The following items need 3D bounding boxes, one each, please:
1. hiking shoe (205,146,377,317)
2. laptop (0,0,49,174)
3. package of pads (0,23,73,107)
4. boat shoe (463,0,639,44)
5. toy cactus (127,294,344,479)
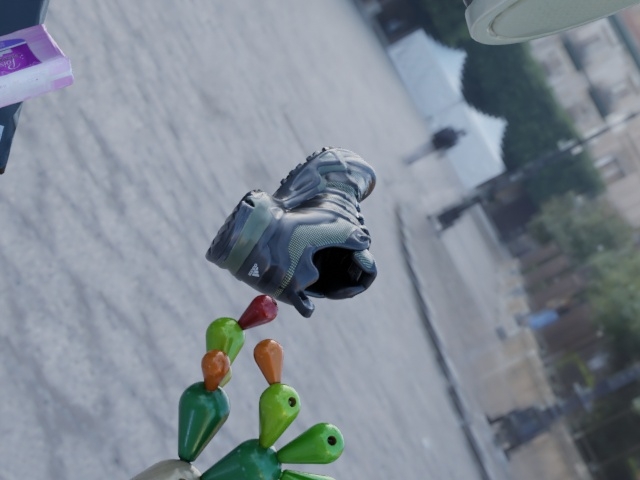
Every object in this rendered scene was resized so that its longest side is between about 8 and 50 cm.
[{"bbox_3d":[0.000,0.000,1.159,0.114,0.086,0.227,43,34,7],"label":"hiking shoe"},{"bbox_3d":[-0.377,-0.200,1.238,0.136,0.264,0.234,-165,-91,-77],"label":"laptop"},{"bbox_3d":[-0.225,-0.123,1.023,0.050,0.083,0.032,50,-28,38],"label":"package of pads"},{"bbox_3d":[0.197,-0.210,0.626,0.113,0.340,0.127,64,21,11],"label":"boat shoe"},{"bbox_3d":[-0.067,0.163,1.011,0.112,0.181,0.219,26,43,-76],"label":"toy cactus"}]
